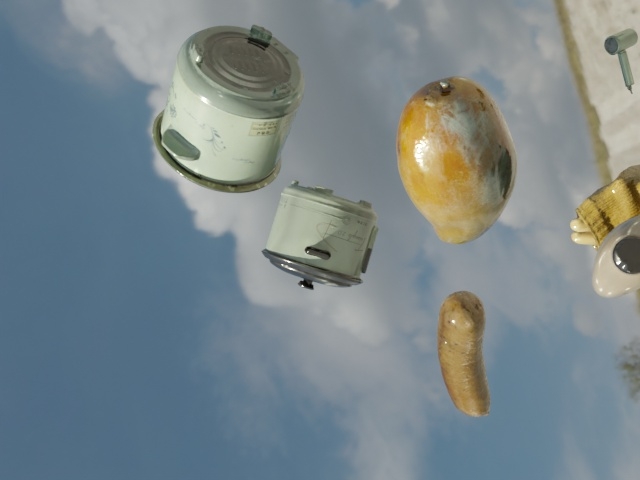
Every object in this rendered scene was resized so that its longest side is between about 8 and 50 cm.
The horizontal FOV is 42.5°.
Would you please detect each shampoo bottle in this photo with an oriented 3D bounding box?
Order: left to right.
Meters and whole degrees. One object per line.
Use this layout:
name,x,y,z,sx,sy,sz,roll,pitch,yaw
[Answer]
shampoo bottle,0.398,0.019,1.053,0.078,0.127,0.257,42,-168,14

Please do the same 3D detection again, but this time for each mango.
mango,0.248,-0.127,1.485,0.221,0.199,0.384,-53,-33,-29

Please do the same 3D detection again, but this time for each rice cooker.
rice cooker,-0.175,-0.241,1.575,0.264,0.317,0.316,40,-148,15
rice cooker,0.000,0.000,1.859,0.241,0.280,0.227,17,-90,-4

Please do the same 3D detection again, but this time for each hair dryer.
hair dryer,0.600,-0.348,1.611,0.063,0.038,0.124,-27,-76,-28

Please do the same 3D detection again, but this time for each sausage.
sausage,0.378,0.309,2.173,0.123,0.136,0.501,-59,-31,-36

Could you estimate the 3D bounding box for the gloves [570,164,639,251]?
gloves,0.677,-0.061,1.647,0.155,0.356,0.203,2,-111,-67
